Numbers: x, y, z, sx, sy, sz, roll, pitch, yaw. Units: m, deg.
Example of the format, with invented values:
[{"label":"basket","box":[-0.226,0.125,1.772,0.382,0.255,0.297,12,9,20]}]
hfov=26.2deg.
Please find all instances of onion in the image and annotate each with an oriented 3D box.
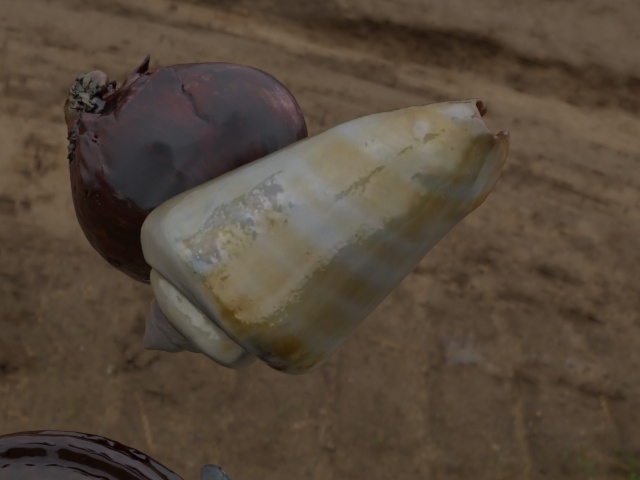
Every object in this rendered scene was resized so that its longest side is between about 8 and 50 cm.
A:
[{"label":"onion","box":[-0.144,-0.084,1.504,0.281,0.281,0.221,29,3,21]}]

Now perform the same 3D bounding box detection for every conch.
[{"label":"conch","box":[0.001,0.009,0.840,0.158,0.255,0.127,43,26,-43]}]

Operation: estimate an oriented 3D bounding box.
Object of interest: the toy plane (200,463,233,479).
[{"label":"toy plane","box":[0.007,0.237,0.731,0.088,0.212,0.267,-12,7,-35]}]

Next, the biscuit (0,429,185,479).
[{"label":"biscuit","box":[-0.234,0.336,1.046,0.407,0.091,0.407,-4,61,8]}]
